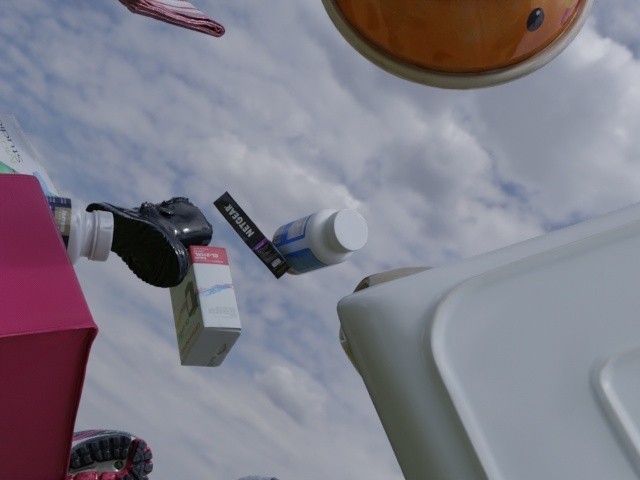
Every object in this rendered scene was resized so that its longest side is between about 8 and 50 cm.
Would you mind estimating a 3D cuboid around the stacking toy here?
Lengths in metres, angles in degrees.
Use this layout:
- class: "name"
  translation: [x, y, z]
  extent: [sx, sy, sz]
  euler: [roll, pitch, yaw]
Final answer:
- class: "stacking toy"
  translation: [0.168, -0.408, 0.881]
  extent: [0.350, 0.351, 0.480]
  euler: [35, -16, 11]

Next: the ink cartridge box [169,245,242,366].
- class: "ink cartridge box"
  translation: [-0.205, 0.116, 1.502]
  extent: [0.072, 0.175, 0.127]
  euler: [6, -41, -28]

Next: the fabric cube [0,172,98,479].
- class: "fabric cube"
  translation: [-0.403, 0.103, 0.893]
  extent: [0.258, 0.259, 0.254]
  euler: [53, -45, 40]

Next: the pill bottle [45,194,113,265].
- class: "pill bottle"
  translation: [-0.368, -0.014, 1.145]
  extent: [0.169, 0.094, 0.094]
  euler: [6, -15, -23]

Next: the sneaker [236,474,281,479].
- class: "sneaker"
  translation: [-0.118, 0.588, 1.544]
  extent: [0.236, 0.323, 0.130]
  euler: [21, 0, 14]

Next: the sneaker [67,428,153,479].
- class: "sneaker"
  translation: [-0.403, 0.343, 1.259]
  extent: [0.112, 0.299, 0.121]
  euler: [178, -88, -67]

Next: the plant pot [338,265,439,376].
- class: "plant pot"
  translation: [0.145, 0.160, 1.551]
  extent: [0.191, 0.284, 0.284]
  euler: [23, -23, -10]

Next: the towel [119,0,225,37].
- class: "towel"
  translation: [-0.371, -0.529, 1.773]
  extent: [0.237, 0.037, 0.329]
  euler: [3, 33, -51]

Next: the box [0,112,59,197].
- class: "box"
  translation: [-0.610, -0.136, 1.633]
  extent: [0.232, 0.058, 0.322]
  euler: [62, 5, -6]

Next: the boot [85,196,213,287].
- class: "boot"
  translation: [-0.254, -0.006, 1.468]
  extent: [0.246, 0.207, 0.094]
  euler: [27, -70, 33]

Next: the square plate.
- class: "square plate"
  translation: [0.221, 0.106, 0.494]
  extent: [0.049, 0.347, 0.344]
  euler: [78, -8, -52]

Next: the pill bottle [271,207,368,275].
- class: "pill bottle"
  translation: [0.000, 0.000, 1.861]
  extent: [0.124, 0.124, 0.221]
  euler: [49, -34, -18]

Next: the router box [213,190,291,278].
- class: "router box"
  translation: [-0.147, -0.011, 1.846]
  extent: [0.179, 0.046, 0.133]
  euler: [47, -4, 38]
